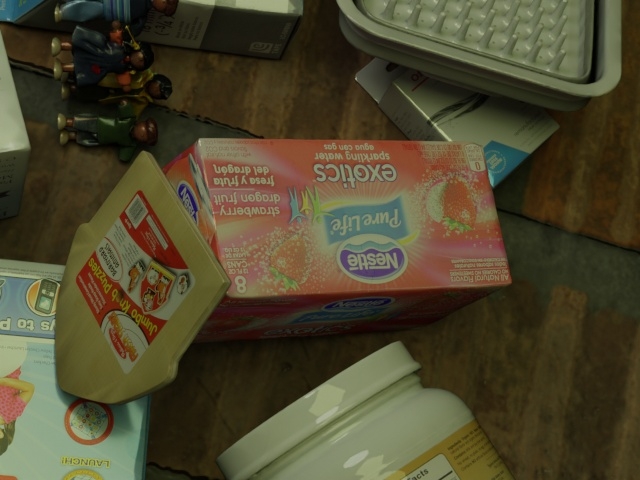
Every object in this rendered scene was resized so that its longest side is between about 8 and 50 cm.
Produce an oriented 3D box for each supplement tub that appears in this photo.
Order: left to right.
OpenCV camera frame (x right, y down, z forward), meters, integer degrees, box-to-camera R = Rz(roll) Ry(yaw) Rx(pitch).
[{"bbox_3d":[0.074,0.267,1.396,0.228,0.228,0.316,-30,81,-19],"label":"supplement tub"}]

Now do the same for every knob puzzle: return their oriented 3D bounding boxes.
[{"bbox_3d":[-0.157,0.053,1.367,0.030,0.213,0.213,17,66,-45],"label":"knob puzzle"}]

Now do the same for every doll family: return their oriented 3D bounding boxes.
[{"bbox_3d":[-0.186,-0.165,1.518,0.111,0.193,0.076,2,44,0],"label":"doll family"}]

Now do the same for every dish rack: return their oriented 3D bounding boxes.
[{"bbox_3d":[0.152,-0.263,1.617,0.286,0.072,0.333,16,48,-8],"label":"dish rack"}]

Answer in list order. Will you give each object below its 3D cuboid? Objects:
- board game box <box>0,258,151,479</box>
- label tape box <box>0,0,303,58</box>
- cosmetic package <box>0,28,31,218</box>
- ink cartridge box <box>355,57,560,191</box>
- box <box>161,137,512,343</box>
[{"bbox_3d":[-0.303,0.168,1.418,0.308,0.086,0.302,7,72,-11],"label":"board game box"},{"bbox_3d":[-0.183,-0.321,1.587,0.334,0.106,0.240,6,71,-11],"label":"label tape box"},{"bbox_3d":[-0.347,-0.102,1.439,0.151,0.183,0.151,-13,76,-16],"label":"cosmetic package"},{"bbox_3d":[0.133,-0.136,1.624,0.104,0.060,0.180,-42,85,-21],"label":"ink cartridge box"},{"bbox_3d":[0.000,0.000,1.459,0.300,0.154,0.142,-1,72,-34],"label":"box"}]
